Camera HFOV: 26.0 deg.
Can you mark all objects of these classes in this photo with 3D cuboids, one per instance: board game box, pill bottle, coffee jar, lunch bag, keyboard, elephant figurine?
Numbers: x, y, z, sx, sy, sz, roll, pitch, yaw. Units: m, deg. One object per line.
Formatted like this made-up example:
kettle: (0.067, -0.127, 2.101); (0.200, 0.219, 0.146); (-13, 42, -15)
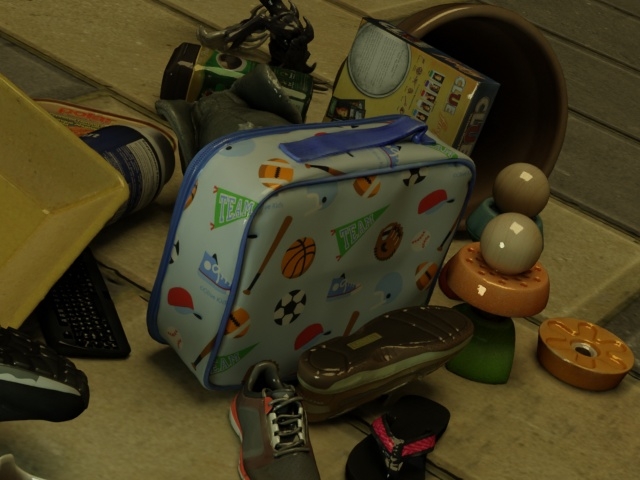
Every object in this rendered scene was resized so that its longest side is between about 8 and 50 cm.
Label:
board game box: (0.070, -0.088, 1.452); (0.165, 0.243, 0.042); (35, 23, 32)
pill bottle: (-0.216, -0.067, 1.414); (0.094, 0.094, 0.169); (23, 22, 14)
coffee jar: (-0.105, -0.186, 1.729); (0.184, 0.079, 0.096); (15, 29, -4)
lunch bag: (0.000, 0.000, 1.244); (0.303, 0.243, 0.115); (-12, 38, -43)
keyboard: (-0.237, 0.039, 1.266); (0.100, 0.038, 0.192); (2, 29, -26)
elephant figurine: (-0.097, -0.105, 1.460); (0.169, 0.186, 0.239); (6, 38, -40)

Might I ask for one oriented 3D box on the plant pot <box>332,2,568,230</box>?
plant pot: (0.129, -0.162, 1.670); (0.263, 0.263, 0.229); (3, 12, -25)

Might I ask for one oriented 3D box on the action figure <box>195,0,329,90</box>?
action figure: (-0.099, -0.304, 1.901); (0.275, 0.141, 0.164); (60, 5, 4)

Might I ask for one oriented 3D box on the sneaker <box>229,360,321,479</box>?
sneaker: (-0.036, 0.154, 1.124); (0.061, 0.064, 0.158); (3, 29, -25)

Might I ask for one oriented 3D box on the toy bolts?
toy bolts: (0.223, 0.027, 1.413); (0.218, 0.158, 0.228); (11, 27, -10)

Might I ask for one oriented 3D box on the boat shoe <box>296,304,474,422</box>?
boat shoe: (0.056, 0.113, 1.247); (0.190, 0.072, 0.068); (-14, 35, -31)

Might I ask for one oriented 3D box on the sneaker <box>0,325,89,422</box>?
sneaker: (-0.313, 0.114, 0.997); (0.283, 0.124, 0.107); (13, 7, -16)

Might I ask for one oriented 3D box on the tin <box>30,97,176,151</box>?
tin: (-0.257, -0.113, 1.552); (0.190, 0.040, 0.106); (13, 30, -6)

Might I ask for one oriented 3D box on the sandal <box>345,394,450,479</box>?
sandal: (0.070, 0.168, 1.185); (0.067, 0.040, 0.179); (22, 27, 11)

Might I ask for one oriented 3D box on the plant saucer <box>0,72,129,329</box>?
plant saucer: (-0.370, -0.051, 1.180); (0.333, 0.081, 0.332); (40, 37, -7)

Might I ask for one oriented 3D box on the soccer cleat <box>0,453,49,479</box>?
soccer cleat: (-0.151, 0.213, 0.931); (0.196, 0.076, 0.068); (24, 27, 15)
